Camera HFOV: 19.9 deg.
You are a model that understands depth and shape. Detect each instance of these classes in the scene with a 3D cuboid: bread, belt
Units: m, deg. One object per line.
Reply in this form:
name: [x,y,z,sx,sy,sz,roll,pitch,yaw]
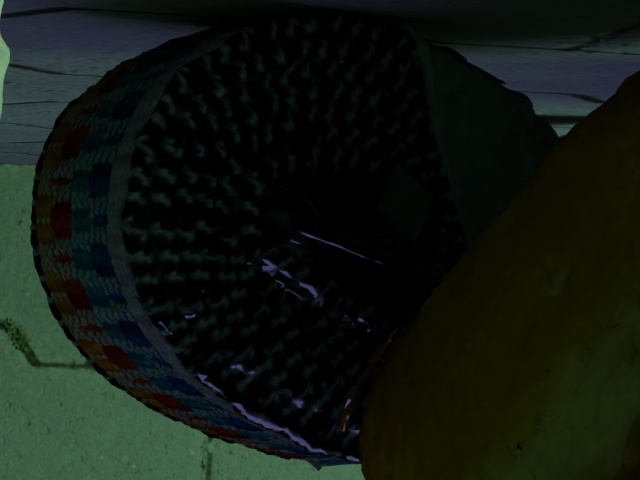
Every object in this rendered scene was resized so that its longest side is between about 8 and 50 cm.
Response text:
bread: [0.212,0.082,0.732,0.398,0.398,0.215,2,-138,-35]
belt: [0.000,0.000,0.866,0.257,0.207,0.150,22,171,-29]

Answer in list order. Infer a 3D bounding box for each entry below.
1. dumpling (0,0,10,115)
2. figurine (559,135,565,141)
dumpling: [-0.168,-0.060,0.387,0.229,0.124,0.151,11,137,-31]
figurine: [0.162,-0.040,1.397,0.154,0.132,0.132,15,-174,30]
